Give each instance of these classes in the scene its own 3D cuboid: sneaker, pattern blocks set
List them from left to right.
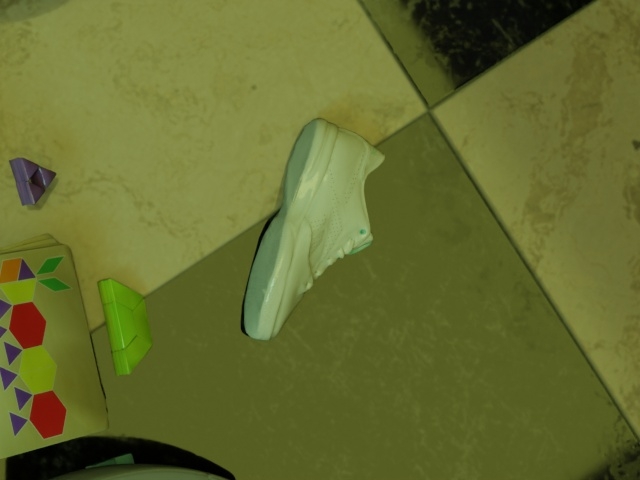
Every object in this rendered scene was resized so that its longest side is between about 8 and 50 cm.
[{"bbox_3d":[-0.252,0.087,1.482,0.285,0.026,0.325,3,76,-51],"label":"pattern blocks set"},{"bbox_3d":[0.000,0.000,1.589,0.094,0.080,0.212,22,85,-19],"label":"sneaker"}]

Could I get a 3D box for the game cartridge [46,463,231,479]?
[{"bbox_3d":[-0.170,0.290,1.474,0.060,0.294,0.196,-4,86,36],"label":"game cartridge"}]
